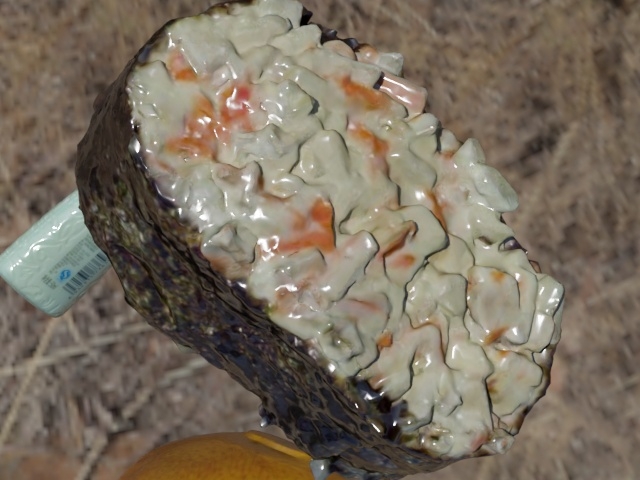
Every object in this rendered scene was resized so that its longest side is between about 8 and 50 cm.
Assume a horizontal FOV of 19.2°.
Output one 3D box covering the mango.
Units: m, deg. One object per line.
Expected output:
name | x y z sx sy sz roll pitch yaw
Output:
mango | -0.036 0.117 0.780 0.105 0.084 0.159 12 159 -22

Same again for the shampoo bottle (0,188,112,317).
shampoo bottle | -0.124 -0.031 1.233 0.190 0.041 0.069 -43 136 2

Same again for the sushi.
sushi | 0.000 0.000 0.541 0.150 0.078 0.090 47 64 -8
